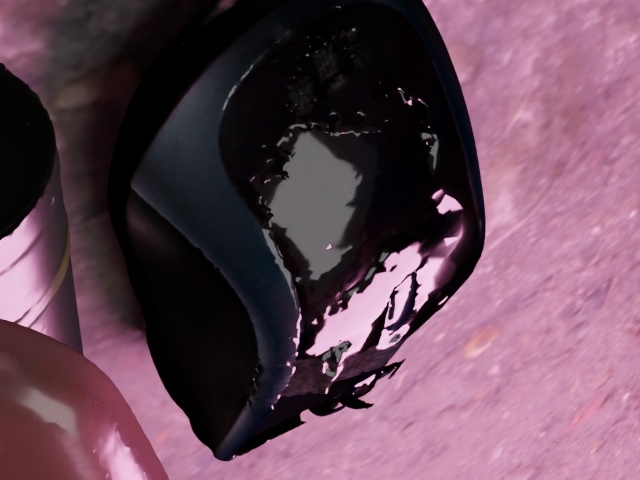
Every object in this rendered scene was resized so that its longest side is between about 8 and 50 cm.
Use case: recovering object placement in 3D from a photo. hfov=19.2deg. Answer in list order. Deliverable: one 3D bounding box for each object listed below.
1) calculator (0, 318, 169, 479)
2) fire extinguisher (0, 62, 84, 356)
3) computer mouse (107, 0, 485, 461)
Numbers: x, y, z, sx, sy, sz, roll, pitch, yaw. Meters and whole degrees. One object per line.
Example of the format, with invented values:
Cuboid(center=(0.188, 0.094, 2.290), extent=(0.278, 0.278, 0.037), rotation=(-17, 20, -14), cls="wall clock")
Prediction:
Cuboid(center=(-0.146, 0.118, 0.602), extent=(0.220, 0.048, 0.329), rotation=(3, 139, 6), cls="calculator")
Cuboid(center=(-0.123, 0.065, 0.644), extent=(0.118, 0.093, 0.294), rotation=(-8, 142, -8), cls="fire extinguisher")
Cuboid(center=(0.000, 0.000, 0.703), extent=(0.137, 0.096, 0.233), rotation=(-34, 148, -19), cls="computer mouse")
